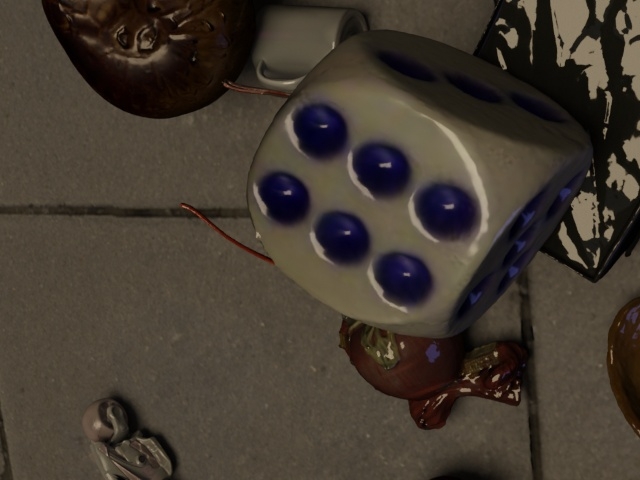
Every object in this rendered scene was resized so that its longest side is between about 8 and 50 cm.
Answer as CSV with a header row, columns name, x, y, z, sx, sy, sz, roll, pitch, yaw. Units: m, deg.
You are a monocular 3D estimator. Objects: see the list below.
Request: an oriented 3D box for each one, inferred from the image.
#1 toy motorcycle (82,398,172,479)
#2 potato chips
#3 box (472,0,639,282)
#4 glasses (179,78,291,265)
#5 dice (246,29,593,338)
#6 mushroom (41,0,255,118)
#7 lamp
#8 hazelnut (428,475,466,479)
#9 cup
name,x,y,z,sx,sy,sz,roll,pitch,yaw
toy motorcycle,-0.305,0.372,1.821,0.112,0.112,0.254,-39,85,32
potato chips,0.437,0.161,1.353,0.208,0.062,0.195,35,87,21
box,0.305,-0.164,1.272,0.251,0.204,0.345,33,117,18
glasses,-0.023,-0.068,1.445,0.234,0.268,0.118,-69,26,10
dice,0.099,-0.059,1.150,0.259,0.251,0.243,36,117,18
mushroom,-0.227,-0.288,1.429,0.278,0.163,0.297,-24,115,33
lamp,0.141,0.138,1.496,0.215,0.151,0.223,-25,134,38
hazelnut,0.177,0.429,1.516,0.210,0.186,0.210,9,108,30
cup,-0.019,-0.243,1.484,0.133,0.099,0.136,9,76,26
